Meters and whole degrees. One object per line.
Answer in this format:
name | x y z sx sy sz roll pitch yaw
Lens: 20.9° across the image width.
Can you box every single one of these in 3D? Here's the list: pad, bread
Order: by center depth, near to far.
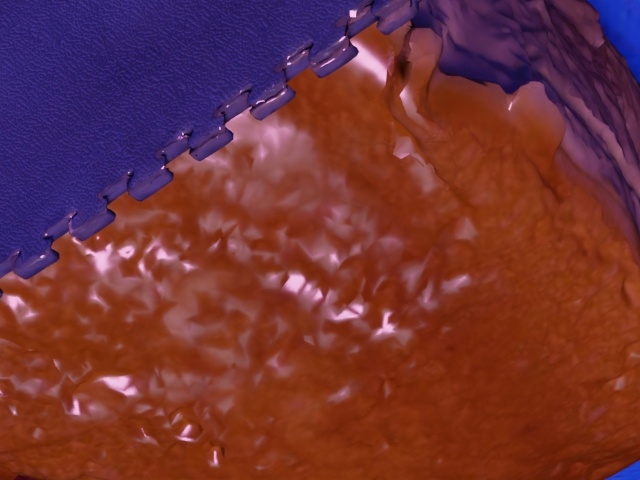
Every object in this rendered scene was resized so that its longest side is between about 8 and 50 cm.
pad | -0.120 -0.101 0.534 0.269 0.269 0.012 -32 151 18
bread | 0.000 0.000 0.637 0.250 0.225 0.279 -33 122 19

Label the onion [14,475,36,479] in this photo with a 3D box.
onion | -0.158 0.074 0.709 0.195 0.140 0.218 13 140 9
